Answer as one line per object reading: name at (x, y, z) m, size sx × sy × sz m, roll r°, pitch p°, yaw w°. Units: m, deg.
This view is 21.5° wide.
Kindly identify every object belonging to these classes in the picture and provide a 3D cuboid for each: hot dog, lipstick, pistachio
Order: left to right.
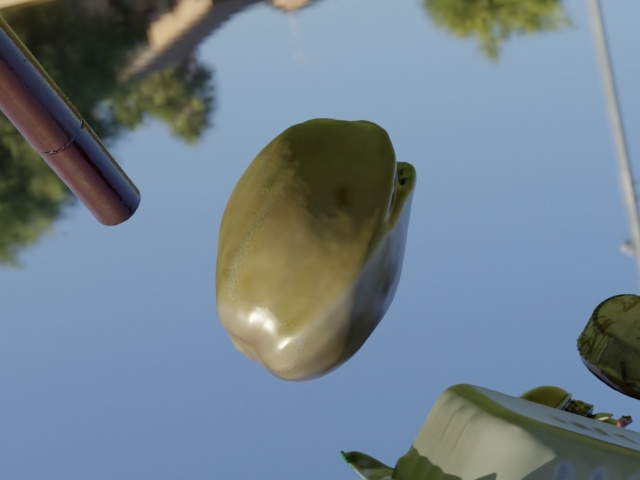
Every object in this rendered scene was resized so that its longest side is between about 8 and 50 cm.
lipstick at (-0.267, -0.130, 1.553) m, size 0.057 × 0.357 × 0.057 m, roll -13°, pitch -127°, yaw 18°
pistachio at (0.000, 0.000, 1.226) m, size 0.153 × 0.138 × 0.238 m, roll -23°, pitch -150°, yaw 28°
hot dog at (0.302, 0.106, 1.398) m, size 0.191 × 0.059 × 0.108 m, roll 29°, pitch -130°, yaw 32°

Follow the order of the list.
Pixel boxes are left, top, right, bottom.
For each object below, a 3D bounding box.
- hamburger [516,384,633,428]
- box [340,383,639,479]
hamburger at (0.225, 0.218, 1.667) m, size 0.175 × 0.137 × 0.175 m, roll -49°, pitch 169°, yaw -13°
box at (0.212, 0.200, 1.351) m, size 0.336 × 0.106 × 0.264 m, roll 18°, pitch -178°, yaw -17°
